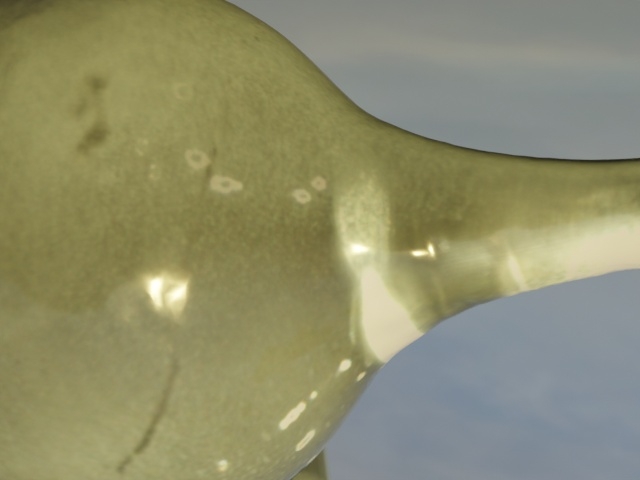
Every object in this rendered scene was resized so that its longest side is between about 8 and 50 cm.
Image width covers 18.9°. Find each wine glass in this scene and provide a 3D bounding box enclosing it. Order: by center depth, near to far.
[{"bbox_3d":[0.000,0.000,0.424,0.321,0.143,0.143,-7,-173,18],"label":"wine glass"}]

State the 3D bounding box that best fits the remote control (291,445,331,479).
[{"bbox_3d":[-0.020,0.111,0.914,0.047,0.087,0.244,9,-161,-7],"label":"remote control"}]
